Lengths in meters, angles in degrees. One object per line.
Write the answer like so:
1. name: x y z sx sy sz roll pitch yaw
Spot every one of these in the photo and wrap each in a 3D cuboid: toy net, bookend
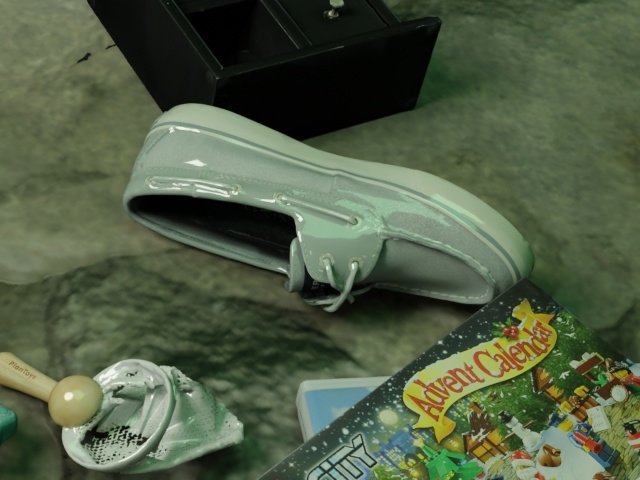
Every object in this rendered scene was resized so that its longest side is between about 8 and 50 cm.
1. toy net: -0.150 0.079 0.778 0.232 0.045 0.122 4 30 -7
2. bookend: -0.037 -0.139 1.007 0.157 0.072 0.156 -17 54 -28

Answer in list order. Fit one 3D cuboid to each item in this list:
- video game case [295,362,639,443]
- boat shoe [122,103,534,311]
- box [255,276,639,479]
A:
1. video game case: 0.108 0.146 0.817 0.212 0.023 0.193 -2 49 -16
2. boat shoe: 0.000 -0.001 0.895 0.227 0.079 0.081 20 56 10
3. box: 0.081 0.130 0.777 0.159 0.044 0.233 40 50 21
